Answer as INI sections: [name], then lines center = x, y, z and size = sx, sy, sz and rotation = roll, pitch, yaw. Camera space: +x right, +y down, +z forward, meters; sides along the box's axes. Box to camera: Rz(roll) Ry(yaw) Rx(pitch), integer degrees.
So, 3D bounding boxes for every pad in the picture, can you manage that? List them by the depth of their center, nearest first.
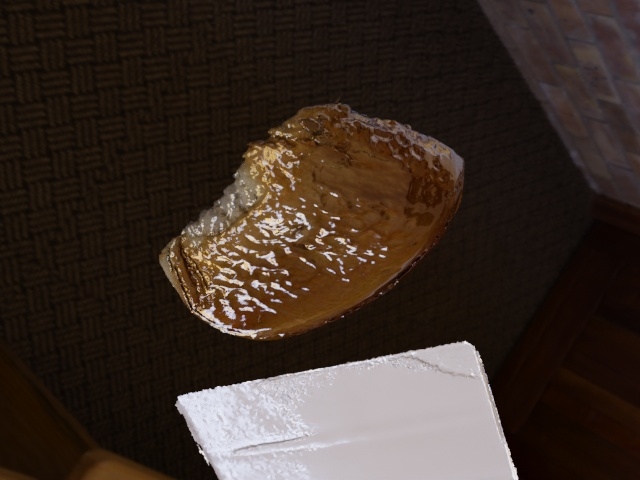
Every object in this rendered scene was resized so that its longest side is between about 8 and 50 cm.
[pad]
center = 0.020, 0.153, 0.646
size = 0.004, 0.232, 0.156
rotation = -80, 153, -55

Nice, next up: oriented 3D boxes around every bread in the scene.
[bread]
center = 0.000, 0.000, 0.390
size = 0.129, 0.044, 0.126
rotation = -39, 144, 29
